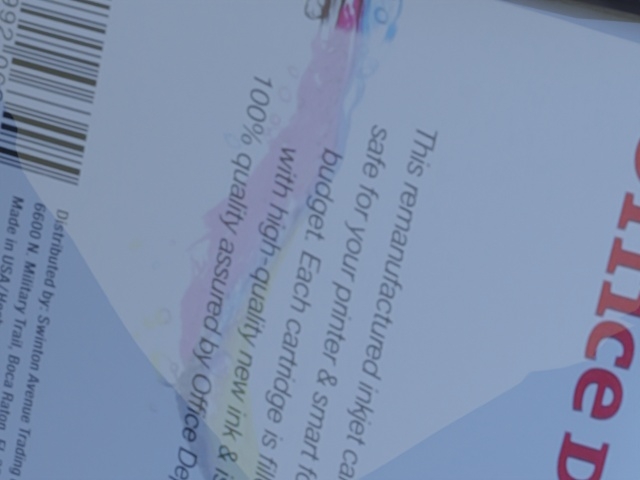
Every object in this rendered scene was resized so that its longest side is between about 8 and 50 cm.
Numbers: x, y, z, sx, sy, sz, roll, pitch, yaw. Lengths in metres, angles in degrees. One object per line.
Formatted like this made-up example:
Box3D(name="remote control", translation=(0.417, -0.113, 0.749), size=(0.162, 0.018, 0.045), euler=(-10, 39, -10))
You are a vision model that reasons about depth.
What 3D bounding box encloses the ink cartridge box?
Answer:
Box3D(name="ink cartridge box", translation=(0.000, 0.000, 0.561), size=(0.270, 0.197, 0.198), euler=(17, 105, 16))
